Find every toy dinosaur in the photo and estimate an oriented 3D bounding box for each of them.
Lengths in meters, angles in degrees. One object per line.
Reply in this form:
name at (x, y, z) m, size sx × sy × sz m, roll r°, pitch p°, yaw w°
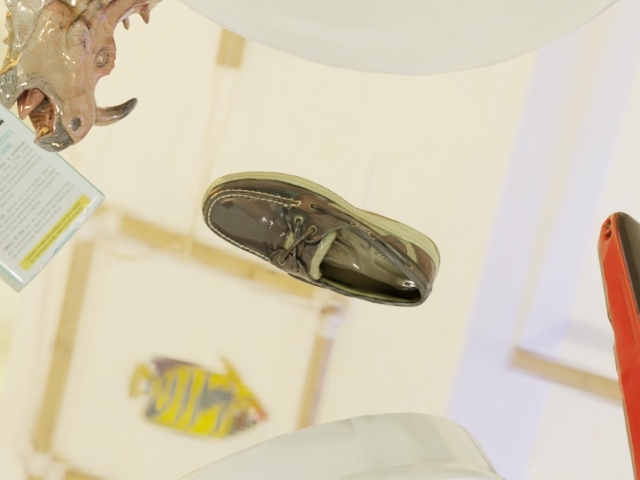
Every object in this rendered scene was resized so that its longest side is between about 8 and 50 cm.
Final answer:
toy dinosaur at (-0.101, -0.212, 0.913) m, size 0.200 × 0.295 × 0.127 m, roll 43°, pitch -177°, yaw -32°

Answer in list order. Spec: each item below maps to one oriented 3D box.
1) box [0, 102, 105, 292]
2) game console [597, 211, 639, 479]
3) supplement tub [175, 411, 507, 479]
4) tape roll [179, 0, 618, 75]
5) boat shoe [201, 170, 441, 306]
box at (-0.297, -0.076, 1.387) m, size 0.244 × 0.100 × 0.060 m, roll 43°, pitch 163°, yaw -5°
game console at (0.356, 0.184, 1.297) m, size 0.386 × 0.060 × 0.342 m, roll 35°, pitch -143°, yaw -32°
supplement tub at (0.042, 0.247, 0.560) m, size 0.241 × 0.241 × 0.331 m, roll 2°, pitch -133°, yaw -41°
tape roll at (0.020, -0.204, 0.718) m, size 0.286 × 0.286 × 0.100 m, roll 15°, pitch -130°, yaw 9°
boat shoe at (0.000, 0.000, 1.056) m, size 0.152 × 0.056 × 0.049 m, roll 15°, pitch -156°, yaw -2°
